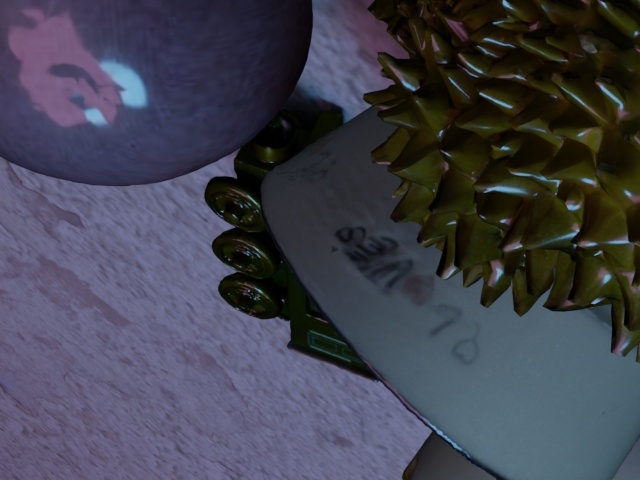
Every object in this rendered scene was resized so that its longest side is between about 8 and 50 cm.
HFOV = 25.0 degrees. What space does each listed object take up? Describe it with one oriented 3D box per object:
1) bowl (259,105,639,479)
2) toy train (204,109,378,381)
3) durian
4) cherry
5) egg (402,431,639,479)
[{"bbox_3d":[0.095,0.008,0.726,0.238,0.126,0.237,39,-162,-15],"label":"bowl"},{"bbox_3d":[0.000,0.000,1.004,0.137,0.090,0.225,21,150,13],"label":"toy train"},{"bbox_3d":[0.139,-0.085,0.543,0.293,0.258,0.258,41,159,33],"label":"durian"},{"bbox_3d":[-0.127,-0.148,0.774,0.239,0.206,0.239,36,163,13],"label":"cherry"},{"bbox_3d":[0.196,0.141,0.923,0.264,0.174,0.286,16,173,0],"label":"egg"}]
